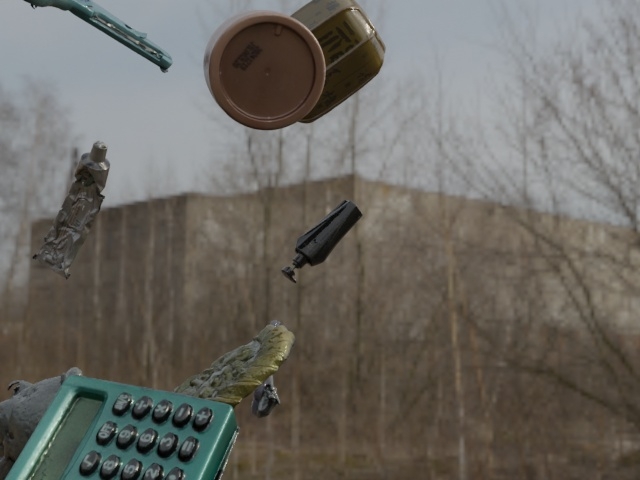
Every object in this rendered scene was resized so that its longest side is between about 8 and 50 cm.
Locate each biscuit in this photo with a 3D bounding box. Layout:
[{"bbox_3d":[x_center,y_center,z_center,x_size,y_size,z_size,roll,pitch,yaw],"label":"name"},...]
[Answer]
[{"bbox_3d":[-0.147,0.211,1.624,0.273,0.036,0.187,-34,14,-8],"label":"biscuit"}]

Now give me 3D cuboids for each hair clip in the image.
[{"bbox_3d":[-0.089,0.235,2.117,0.052,0.195,0.124,10,-37,-1],"label":"hair clip"}]

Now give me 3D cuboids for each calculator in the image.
[{"bbox_3d":[-0.258,0.286,1.449,0.274,0.248,0.058,7,-46,17],"label":"calculator"}]

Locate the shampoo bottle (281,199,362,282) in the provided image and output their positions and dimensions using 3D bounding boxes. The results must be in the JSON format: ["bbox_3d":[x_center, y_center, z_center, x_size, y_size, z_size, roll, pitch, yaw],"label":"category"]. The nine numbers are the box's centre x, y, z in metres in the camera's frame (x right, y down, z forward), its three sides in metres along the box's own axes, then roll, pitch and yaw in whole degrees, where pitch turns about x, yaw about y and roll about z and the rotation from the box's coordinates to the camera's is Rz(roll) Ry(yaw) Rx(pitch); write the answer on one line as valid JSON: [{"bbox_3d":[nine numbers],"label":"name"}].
[{"bbox_3d":[0.000,0.000,1.547,0.048,0.137,0.027,39,-18,19],"label":"shampoo bottle"}]

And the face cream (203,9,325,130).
[{"bbox_3d":[-0.074,-0.221,1.475,0.149,0.149,0.104,2,13,-11],"label":"face cream"}]

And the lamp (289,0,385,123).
[{"bbox_3d":[-0.002,-0.276,1.735,0.185,0.161,0.161,-36,-10,2],"label":"lamp"}]

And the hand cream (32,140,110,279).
[{"bbox_3d":[-0.424,-0.059,1.999,0.084,0.257,0.050,31,19,19],"label":"hand cream"}]

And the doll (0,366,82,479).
[{"bbox_3d":[-0.557,0.365,2.111,0.158,0.246,0.340,26,-36,-36],"label":"doll"}]

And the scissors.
[{"bbox_3d":[-0.360,-0.346,1.652,0.393,0.180,0.032,30,-67,-40],"label":"scissors"}]
